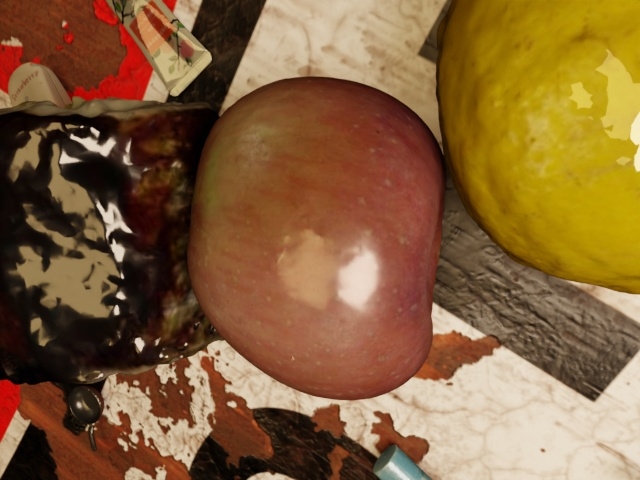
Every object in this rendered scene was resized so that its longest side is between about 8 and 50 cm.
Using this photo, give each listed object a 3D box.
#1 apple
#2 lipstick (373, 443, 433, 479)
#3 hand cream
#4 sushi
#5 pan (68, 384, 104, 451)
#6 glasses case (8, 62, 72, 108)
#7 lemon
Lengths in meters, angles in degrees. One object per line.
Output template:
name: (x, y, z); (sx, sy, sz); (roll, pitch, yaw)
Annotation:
apple: (0.000, 0.000, 0.448); (0.234, 0.305, 0.306); (4, 101, 17)
lipstick: (0.143, 0.343, 0.590); (0.158, 0.048, 0.048); (42, 109, 6)
hand cream: (-0.244, -0.309, 0.600); (0.080, 0.050, 0.234); (-38, 93, 16)
sushi: (-0.242, -0.011, 0.518); (0.281, 0.299, 0.295); (6, 104, 33)
pan: (-0.390, 0.299, 0.765); (0.068, 0.023, 0.116); (-7, 95, 18)
glasses case: (-0.394, -0.163, 0.667); (0.080, 0.051, 0.204); (-28, 91, 22)
lemon: (0.224, -0.120, 0.362); (0.285, 0.285, 0.316); (-29, 114, 20)
